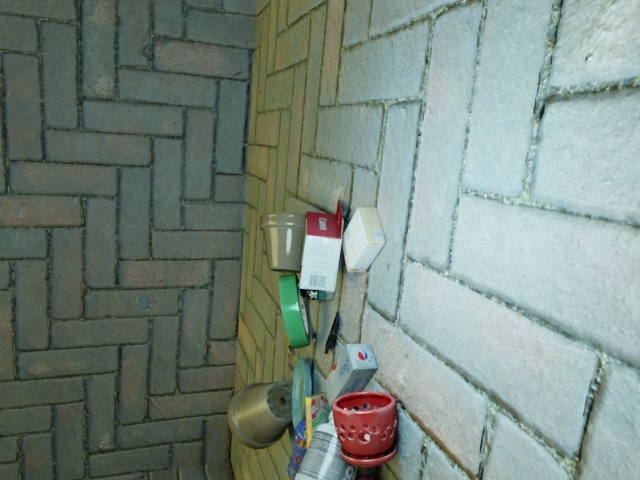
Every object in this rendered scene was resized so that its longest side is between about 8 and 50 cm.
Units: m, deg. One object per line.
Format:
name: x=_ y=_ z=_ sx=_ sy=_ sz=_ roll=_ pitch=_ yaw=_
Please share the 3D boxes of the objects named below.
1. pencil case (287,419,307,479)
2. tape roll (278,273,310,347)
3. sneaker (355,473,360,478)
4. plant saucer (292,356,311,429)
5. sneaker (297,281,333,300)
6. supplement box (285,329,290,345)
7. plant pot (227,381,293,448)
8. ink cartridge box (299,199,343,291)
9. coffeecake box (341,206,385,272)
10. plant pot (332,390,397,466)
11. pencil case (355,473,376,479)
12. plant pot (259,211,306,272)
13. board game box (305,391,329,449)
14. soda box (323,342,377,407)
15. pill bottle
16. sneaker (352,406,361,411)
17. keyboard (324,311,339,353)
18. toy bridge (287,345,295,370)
pencil case: x=-0.064 y=0.892 z=2.078 sx=0.133 sy=0.119 sz=0.306 roll=-59 pitch=-17 yaw=-60
tape roll: x=-0.112 y=0.305 z=2.124 sx=0.321 sy=0.077 sz=0.321 roll=-11 pitch=-90 yaw=-89
sneaker: x=0.052 y=0.826 z=1.765 sx=0.124 sy=0.180 sz=0.321 roll=-65 pitch=-10 yaw=9
plant saucer: x=-0.084 y=0.687 z=2.194 sx=0.317 sy=0.044 sz=0.317 roll=-175 pitch=90 yaw=-80
sneaker: x=-0.049 y=0.174 z=2.064 sx=0.302 sy=0.121 sz=0.108 roll=-147 pitch=61 yaw=-67
supplement box: x=-0.126 y=0.383 z=2.339 sx=0.078 sy=0.080 sz=0.233 roll=139 pitch=130 yaw=-65
plant pot: x=-0.255 y=0.829 z=2.399 sx=0.280 sy=0.323 sz=0.323 roll=-44 pitch=46 yaw=42
ink cartridge box: x=0.000 y=0.000 z=1.814 sx=0.309 sy=0.130 sz=0.271 roll=-96 pitch=13 yaw=-71
coffeecake box: x=0.138 y=0.000 z=1.630 sx=0.185 sy=0.068 sz=0.142 roll=117 pitch=149 yaw=-50
plant pot: x=0.134 y=0.560 z=1.445 sx=0.191 sy=0.191 sz=0.174 roll=171 pitch=96 yaw=-70
pencil case: x=0.166 y=0.796 z=1.479 sx=0.209 sy=0.098 sz=0.095 roll=-174 pitch=85 yaw=-71
plant pot: x=-0.137 y=0.018 z=2.076 sx=0.263 sy=0.263 sz=0.229 roll=160 pitch=116 yaw=-69
board game box: x=-0.010 y=0.748 z=1.941 sx=0.039 sy=0.124 sz=0.259 roll=-3 pitch=84 yaw=35
soda box: x=0.099 y=0.470 z=1.687 sx=0.286 sy=0.091 sz=0.098 roll=112 pitch=152 yaw=-44
pill bottle: x=0.038 y=0.705 z=1.566 sx=0.318 sy=0.176 sz=0.176 roll=-62 pitch=5 yaw=-31
sneaker: x=0.133 y=0.570 z=1.675 sx=0.057 sy=0.047 sz=0.119 roll=61 pitch=152 yaw=19
keyboard: x=0.054 y=0.378 z=1.923 sx=0.100 sy=0.038 sz=0.192 roll=-77 pitch=1 yaw=-54
toy bridge: x=-0.149 y=0.563 z=2.467 sx=0.063 sy=0.026 sz=0.188 roll=-136 pitch=50 yaw=-65
